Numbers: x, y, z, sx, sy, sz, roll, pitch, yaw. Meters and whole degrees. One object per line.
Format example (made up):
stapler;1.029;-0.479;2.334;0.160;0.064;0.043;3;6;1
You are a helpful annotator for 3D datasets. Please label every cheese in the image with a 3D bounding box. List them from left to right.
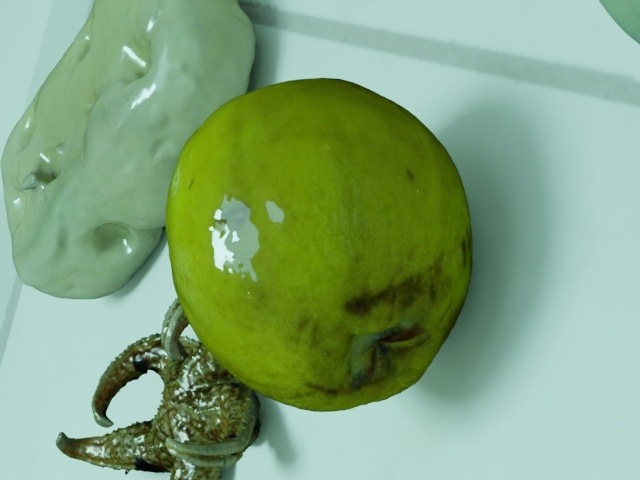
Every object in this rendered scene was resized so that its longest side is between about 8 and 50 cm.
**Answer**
cheese;-0.136;-0.078;1.069;0.263;0.093;0.159;-47;43;39

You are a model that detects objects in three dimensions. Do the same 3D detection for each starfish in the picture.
starfish;-0.099;0.117;0.946;0.190;0.074;0.146;-38;47;47

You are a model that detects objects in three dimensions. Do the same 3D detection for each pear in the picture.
pear;0.000;0.000;0.759;0.149;0.148;0.162;-49;47;38

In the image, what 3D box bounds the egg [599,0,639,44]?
egg;0.150;-0.137;0.596;0.114;0.114;0.152;-32;51;50
